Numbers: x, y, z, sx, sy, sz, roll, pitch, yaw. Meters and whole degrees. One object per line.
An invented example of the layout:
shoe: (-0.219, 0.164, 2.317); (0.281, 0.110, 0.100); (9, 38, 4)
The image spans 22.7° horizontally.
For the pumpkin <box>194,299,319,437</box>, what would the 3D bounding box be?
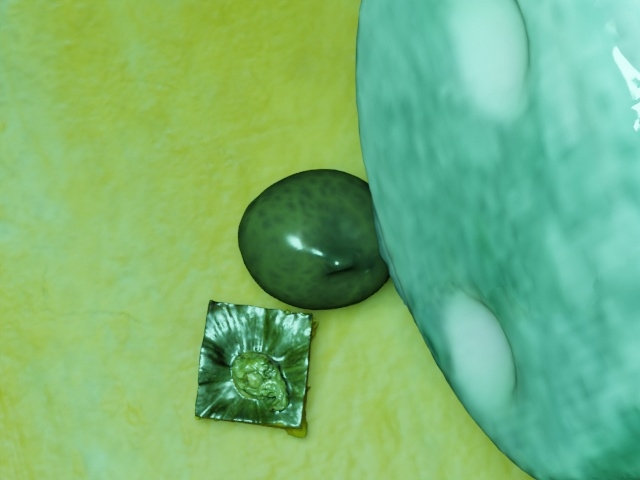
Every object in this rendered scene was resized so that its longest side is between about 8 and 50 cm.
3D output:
pumpkin: (-0.042, 0.083, 1.039); (0.074, 0.054, 0.083); (5, 79, 6)

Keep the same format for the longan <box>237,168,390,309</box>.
longan: (0.000, 0.000, 1.033); (0.113, 0.113, 0.092); (12, 100, 4)

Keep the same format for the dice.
dice: (0.229, -0.058, 0.904); (0.328, 0.348, 0.330); (-16, 83, -21)
